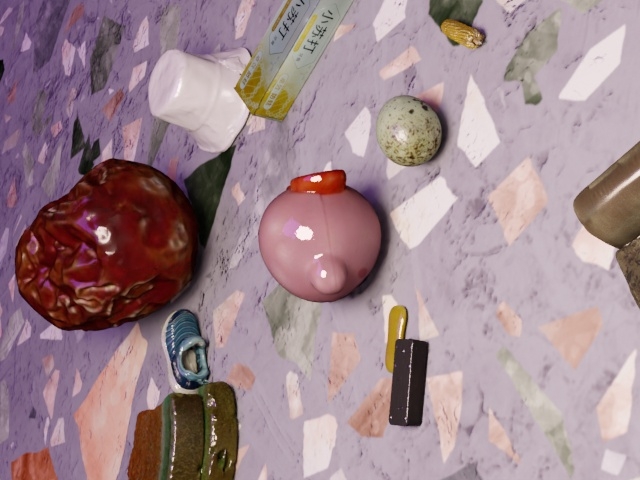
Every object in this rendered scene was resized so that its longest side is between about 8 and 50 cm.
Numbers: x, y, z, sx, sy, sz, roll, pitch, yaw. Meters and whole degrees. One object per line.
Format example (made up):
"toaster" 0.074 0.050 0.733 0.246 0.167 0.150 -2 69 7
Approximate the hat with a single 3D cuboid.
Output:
"hat" -0.210 -0.247 2.068 0.203 0.126 0.203 -25 60 53

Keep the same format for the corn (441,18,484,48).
"corn" 0.185 -0.269 1.611 0.028 0.027 0.083 -53 36 5

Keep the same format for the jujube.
"jujube" -0.351 0.013 2.050 0.377 0.276 0.276 -16 67 51

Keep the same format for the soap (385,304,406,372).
"soap" 0.098 0.128 1.617 0.034 0.012 0.089 -10 72 52

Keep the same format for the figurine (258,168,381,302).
"figurine" 0.000 0.000 1.662 0.173 0.173 0.173 -22 62 49

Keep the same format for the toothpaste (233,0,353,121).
"toothpaste" -0.022 -0.330 1.886 0.313 0.071 0.089 -57 44 25

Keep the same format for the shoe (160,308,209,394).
"shoe" -0.213 0.174 1.989 0.071 0.064 0.143 -34 56 45

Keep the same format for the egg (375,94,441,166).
"egg" 0.113 -0.145 1.620 0.085 0.085 0.110 -57 37 26

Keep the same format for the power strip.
"power strip" 0.111 0.179 1.567 0.038 0.029 0.111 -4 79 53

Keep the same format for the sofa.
"sofa" 0.349 0.016 1.158 0.200 0.182 0.258 -45 46 38

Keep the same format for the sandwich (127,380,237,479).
"sandwich" -0.222 0.345 1.908 0.212 0.109 0.292 32 106 53
